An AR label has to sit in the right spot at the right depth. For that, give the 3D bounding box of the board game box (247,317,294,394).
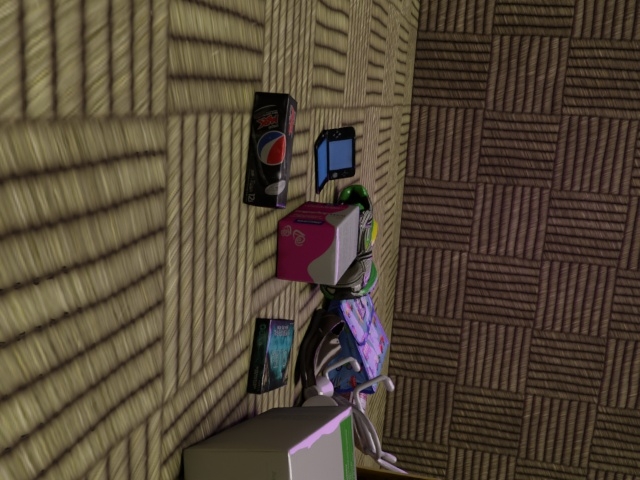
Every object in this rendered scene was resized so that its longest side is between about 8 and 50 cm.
[{"bbox_3d":[-0.084,0.201,1.264,0.186,0.026,0.126,30,66,-77],"label":"board game box"}]

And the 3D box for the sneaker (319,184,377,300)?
[{"bbox_3d":[0.059,0.003,1.665,0.343,0.134,0.146,-84,166,-48],"label":"sneaker"}]

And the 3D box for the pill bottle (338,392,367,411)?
[{"bbox_3d":[0.092,0.467,2.098,0.086,0.086,0.152,75,24,-60],"label":"pill bottle"}]

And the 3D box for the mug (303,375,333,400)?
[{"bbox_3d":[-0.009,0.351,1.622,0.064,0.062,0.078,4,81,-71],"label":"mug"}]

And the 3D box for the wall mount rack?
[{"bbox_3d":[0.122,0.439,1.661,0.350,0.130,0.304,8,-62,71],"label":"wall mount rack"}]

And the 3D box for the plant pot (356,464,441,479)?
[{"bbox_3d":[0.121,0.590,1.491,0.187,0.212,0.212,104,-4,-71],"label":"plant pot"}]

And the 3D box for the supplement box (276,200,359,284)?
[{"bbox_3d":[0.000,0.000,1.355,0.220,0.111,0.114,-48,142,-71],"label":"supplement box"}]

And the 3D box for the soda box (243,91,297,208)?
[{"bbox_3d":[-0.074,-0.134,1.074,0.060,0.053,0.169,10,86,-78],"label":"soda box"}]

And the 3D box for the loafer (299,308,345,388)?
[{"bbox_3d":[0.006,0.234,1.584,0.220,0.078,0.080,-71,163,-48],"label":"loafer"}]

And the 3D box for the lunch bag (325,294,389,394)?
[{"bbox_3d":[0.073,0.216,1.859,0.221,0.138,0.293,-62,143,-59],"label":"lunch bag"}]

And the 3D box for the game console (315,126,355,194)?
[{"bbox_3d":[0.033,-0.171,1.535,0.071,0.107,0.122,-117,-159,-54],"label":"game console"}]

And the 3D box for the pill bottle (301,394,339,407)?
[{"bbox_3d":[0.005,0.435,1.584,0.215,0.117,0.117,84,17,-45],"label":"pill bottle"}]

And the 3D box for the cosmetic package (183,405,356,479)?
[{"bbox_3d":[-0.058,0.368,1.061,0.365,0.155,0.197,11,75,-76],"label":"cosmetic package"}]
